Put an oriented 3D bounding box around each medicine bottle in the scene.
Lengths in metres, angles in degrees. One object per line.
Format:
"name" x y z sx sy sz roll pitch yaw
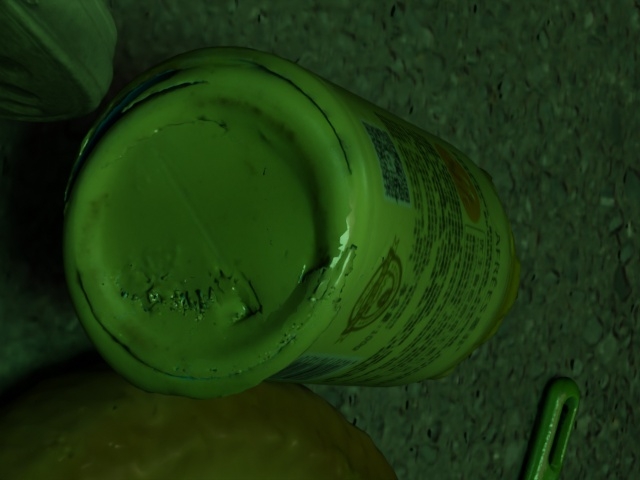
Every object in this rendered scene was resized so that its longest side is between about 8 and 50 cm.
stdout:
"medicine bottle" 0.000 0.000 0.704 0.239 0.124 0.124 13 86 -70

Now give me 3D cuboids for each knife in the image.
"knife" 0.110 0.177 0.947 0.054 0.015 0.212 24 79 -43

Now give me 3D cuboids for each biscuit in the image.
"biscuit" -0.062 0.191 0.731 0.296 0.102 0.296 -9 103 -44

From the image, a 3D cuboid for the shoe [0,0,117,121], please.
"shoe" -0.154 -0.190 0.582 0.316 0.124 0.159 51 54 -36
